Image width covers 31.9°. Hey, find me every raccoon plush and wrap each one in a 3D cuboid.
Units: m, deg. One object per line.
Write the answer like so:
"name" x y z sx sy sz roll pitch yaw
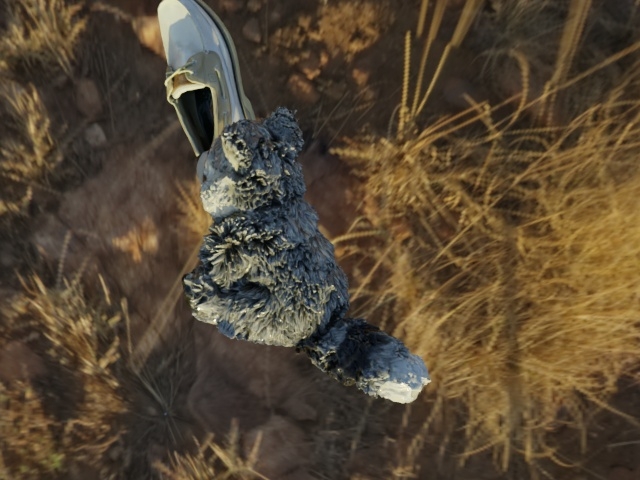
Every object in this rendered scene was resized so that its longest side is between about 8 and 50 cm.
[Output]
"raccoon plush" 0.000 0.000 1.627 0.446 0.216 0.299 22 115 8

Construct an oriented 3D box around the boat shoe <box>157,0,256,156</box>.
"boat shoe" -0.197 -0.265 1.841 0.103 0.113 0.302 -28 94 -51
